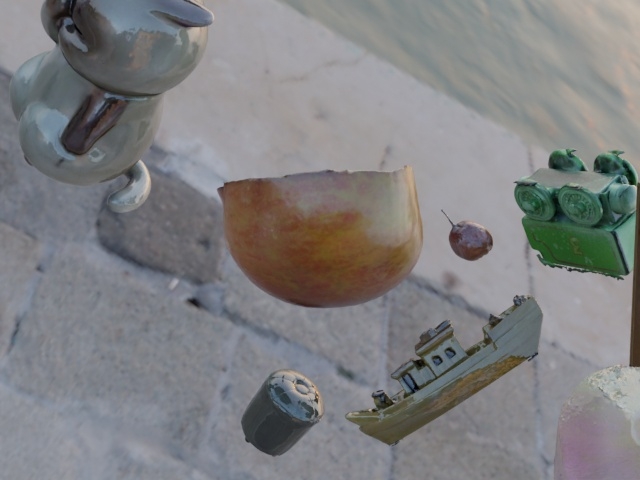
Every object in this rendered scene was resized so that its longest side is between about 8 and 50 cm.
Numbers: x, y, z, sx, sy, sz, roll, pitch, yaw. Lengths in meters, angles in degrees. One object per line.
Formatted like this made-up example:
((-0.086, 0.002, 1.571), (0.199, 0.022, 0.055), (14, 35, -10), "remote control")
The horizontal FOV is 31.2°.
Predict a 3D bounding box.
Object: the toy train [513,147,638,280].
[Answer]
((0.440, -0.046, 1.916), (0.132, 0.243, 0.188), (-37, 118, -27), "toy train")

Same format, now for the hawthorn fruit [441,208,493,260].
((0.233, -0.011, 1.875), (0.103, 0.067, 0.067), (41, 38, -11), "hawthorn fruit")

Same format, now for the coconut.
((0.411, 0.277, 1.456), (0.233, 0.245, 0.233), (-2, 66, 4), "coconut")

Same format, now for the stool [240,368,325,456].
((-0.054, 0.242, 1.603), (0.096, 0.110, 0.096), (30, 27, -17), "stool")

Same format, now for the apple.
((0.000, 0.000, 1.390), (0.251, 0.293, 0.163), (-6, 89, 2), "apple")

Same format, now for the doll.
((-0.293, -0.230, 1.564), (0.226, 0.370, 0.215), (11, 42, -22), "doll")

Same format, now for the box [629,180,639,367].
((0.557, 0.075, 1.627), (0.264, 0.415, 0.116), (-27, 33, -37), "box")

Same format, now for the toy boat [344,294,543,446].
((0.114, 0.115, 1.056), (0.072, 0.206, 0.064), (57, 4, 1), "toy boat")
